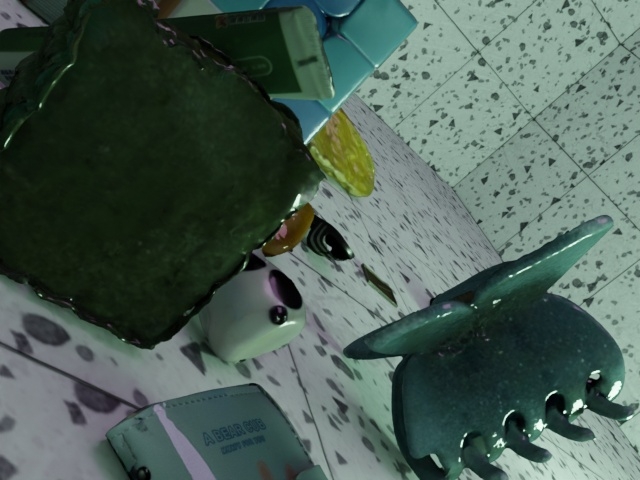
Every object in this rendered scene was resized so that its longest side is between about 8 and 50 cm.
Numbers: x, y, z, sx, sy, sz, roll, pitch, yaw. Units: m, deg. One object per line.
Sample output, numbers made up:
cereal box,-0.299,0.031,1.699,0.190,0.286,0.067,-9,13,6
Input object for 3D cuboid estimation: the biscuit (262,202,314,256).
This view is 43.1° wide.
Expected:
biscuit,-0.129,-0.106,1.161,0.299,0.045,0.154,52,43,6

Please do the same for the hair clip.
hair clip,0.223,0.164,1.048,0.238,0.318,0.392,65,-11,6

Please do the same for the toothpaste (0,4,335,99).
toothpaste,-0.176,-0.173,0.760,0.099,0.392,0.061,69,33,-48

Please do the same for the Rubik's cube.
Rubik's cube,-0.097,-0.418,1.481,0.346,0.344,0.347,39,10,-29

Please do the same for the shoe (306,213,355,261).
shoe,0.000,0.000,1.382,0.071,0.049,0.179,54,-8,-31

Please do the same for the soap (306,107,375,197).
soap,-0.009,-0.307,1.983,0.306,0.115,0.427,26,27,-49

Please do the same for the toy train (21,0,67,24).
toy train,-0.288,-0.291,1.198,0.409,0.086,0.089,37,21,-38

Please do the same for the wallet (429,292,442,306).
wallet,0.355,0.252,1.759,0.318,0.045,0.172,47,13,-2

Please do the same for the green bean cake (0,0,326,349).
green bean cake,-0.157,-0.062,0.678,0.241,0.255,0.132,36,16,-27

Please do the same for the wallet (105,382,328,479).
wallet,-0.043,0.229,0.624,0.250,0.075,0.176,53,21,19

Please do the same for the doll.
doll,-0.093,0.045,0.869,0.110,0.107,0.181,-17,53,-34

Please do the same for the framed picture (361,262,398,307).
framed picture,0.114,0.086,1.555,0.089,0.006,0.066,41,16,-27
